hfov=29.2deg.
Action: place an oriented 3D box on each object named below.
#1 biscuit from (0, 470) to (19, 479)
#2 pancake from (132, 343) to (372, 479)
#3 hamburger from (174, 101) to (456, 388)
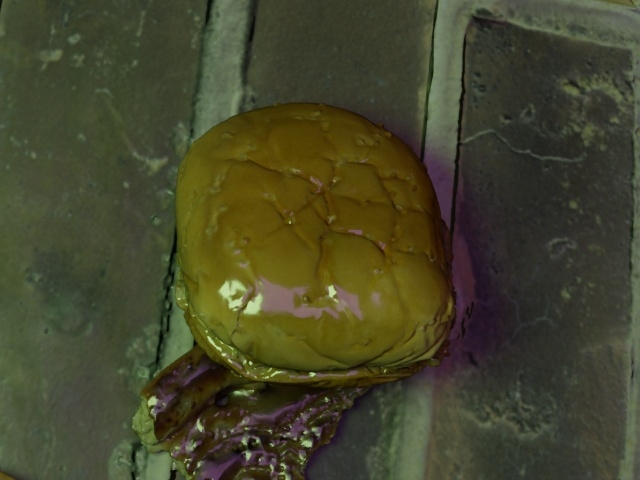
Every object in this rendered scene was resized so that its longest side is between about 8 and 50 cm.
[{"bbox_3d":[-0.400,0.410,1.091,0.350,0.078,0.455,31,73,1],"label":"biscuit"},{"bbox_3d":[-0.049,0.195,1.215,0.266,0.057,0.244,-6,78,-13],"label":"pancake"},{"bbox_3d":[0.000,0.000,1.198,0.319,0.158,0.318,7,55,-9],"label":"hamburger"}]
